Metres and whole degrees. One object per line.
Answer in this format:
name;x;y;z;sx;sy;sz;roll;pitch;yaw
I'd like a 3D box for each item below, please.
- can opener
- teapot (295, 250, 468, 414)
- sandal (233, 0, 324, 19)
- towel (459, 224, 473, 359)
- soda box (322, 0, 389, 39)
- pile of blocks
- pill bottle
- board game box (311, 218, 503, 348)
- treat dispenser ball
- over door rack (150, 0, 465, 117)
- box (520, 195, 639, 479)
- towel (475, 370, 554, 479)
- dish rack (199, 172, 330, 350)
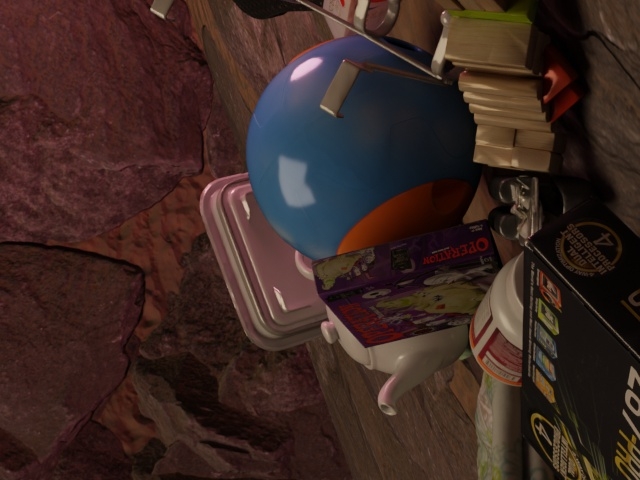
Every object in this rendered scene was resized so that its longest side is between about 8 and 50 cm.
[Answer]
can opener;0.237;-0.034;1.631;0.283;0.095;0.076;-61;-29;-86
teapot;0.086;0.095;2.215;0.256;0.187;0.252;-153;42;-76
sandal;-0.052;-0.430;2.347;0.446;0.107;0.167;24;135;59
towel;0.175;0.018;2.209;0.248;0.038;0.325;140;108;-80
soda box;0.053;-0.329;1.990;0.216;0.074;0.069;101;146;-74
pile of blocks;0.198;-0.197;1.458;0.113;0.149;0.362;10;148;27
pill bottle;0.243;0.081;1.692;0.221;0.121;0.121;104;143;-70
board game box;0.122;0.060;1.842;0.347;0.208;0.056;51;-150;-72
treat dispenser ball;0.053;-0.106;1.833;0.288;0.288;0.288;158;90;-81
over door rack;0.015;-0.245;1.616;0.239;0.324;0.108;31;115;20
box;0.323;0.187;1.453;0.318;0.097;0.395;48;162;30
towel;0.249;0.357;1.995;0.320;0.090;0.374;86;-175;-62
dish rack;0.000;0.000;2.365;0.072;0.333;0.285;-36;73;57
